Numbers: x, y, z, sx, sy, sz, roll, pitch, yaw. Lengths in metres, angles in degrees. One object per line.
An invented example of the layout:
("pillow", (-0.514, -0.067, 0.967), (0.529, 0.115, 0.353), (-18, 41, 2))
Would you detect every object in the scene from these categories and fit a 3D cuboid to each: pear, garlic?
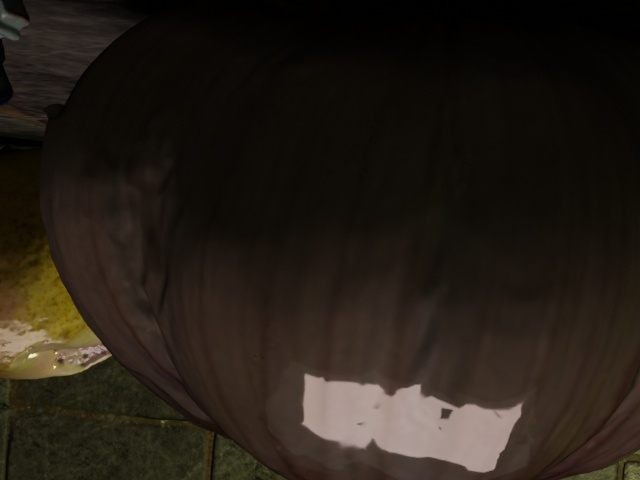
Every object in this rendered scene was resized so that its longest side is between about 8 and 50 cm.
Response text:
("pear", (-0.305, 0.031, 1.312), (0.271, 0.271, 0.271), (5, 178, 0))
("garlic", (0.034, 0.003, 0.548), (0.322, 0.241, 0.322), (-3, 158, -1))

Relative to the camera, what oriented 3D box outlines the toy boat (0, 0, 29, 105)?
("toy boat", (-0.155, -0.088, 0.525), (0.066, 0.059, 0.140), (-25, 177, 5))
